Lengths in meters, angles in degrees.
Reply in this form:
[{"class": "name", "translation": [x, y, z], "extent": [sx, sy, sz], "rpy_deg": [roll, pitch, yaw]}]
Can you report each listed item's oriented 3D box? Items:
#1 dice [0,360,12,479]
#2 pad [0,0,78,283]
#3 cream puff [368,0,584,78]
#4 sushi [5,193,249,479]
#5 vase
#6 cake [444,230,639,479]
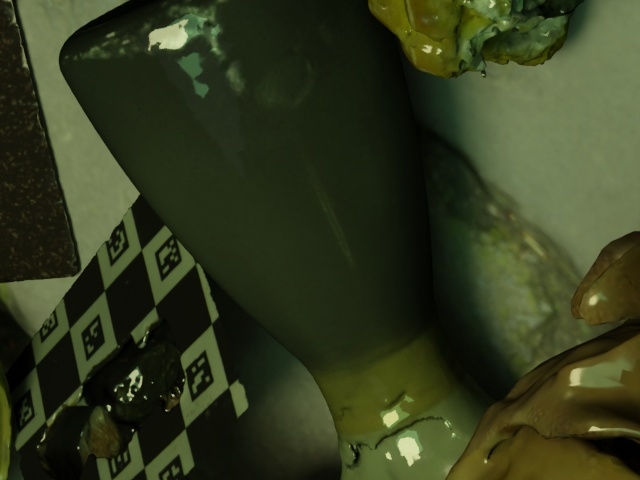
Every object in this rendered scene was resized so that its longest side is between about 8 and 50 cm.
[{"class": "dice", "translation": [-0.313, 0.122, 0.995], "extent": [0.169, 0.169, 0.166], "rpy_deg": [24, 117, 28]}, {"class": "pad", "translation": [-0.324, -0.066, 1.045], "extent": [0.330, 0.004, 0.220], "rpy_deg": [-5, 106, 24]}, {"class": "cream puff", "translation": [0.080, -0.149, 0.785], "extent": [0.156, 0.156, 0.121], "rpy_deg": [-43, 79, 27]}, {"class": "sushi", "translation": [-0.110, 0.096, 0.966], "extent": [0.215, 0.050, 0.192], "rpy_deg": [-49, 45, 28]}, {"class": "vase", "translation": [0.000, 0.000, 0.856], "extent": [0.173, 0.173, 0.321], "rpy_deg": [-18, 105, 26]}, {"class": "cake", "translation": [0.227, 0.143, 0.730], "extent": [0.332, 0.332, 0.321], "rpy_deg": [30, 85, 11]}]
